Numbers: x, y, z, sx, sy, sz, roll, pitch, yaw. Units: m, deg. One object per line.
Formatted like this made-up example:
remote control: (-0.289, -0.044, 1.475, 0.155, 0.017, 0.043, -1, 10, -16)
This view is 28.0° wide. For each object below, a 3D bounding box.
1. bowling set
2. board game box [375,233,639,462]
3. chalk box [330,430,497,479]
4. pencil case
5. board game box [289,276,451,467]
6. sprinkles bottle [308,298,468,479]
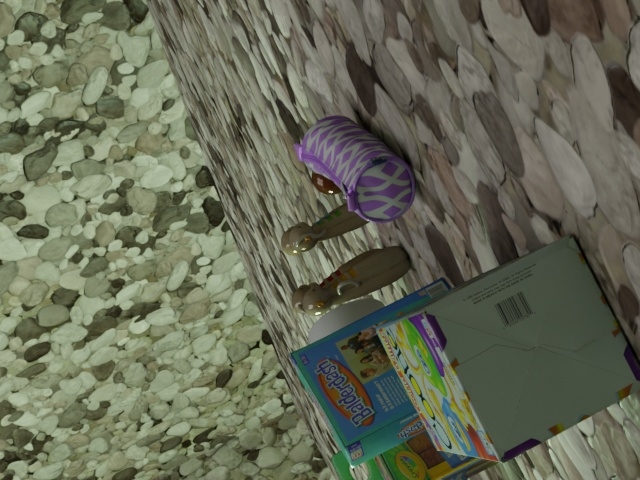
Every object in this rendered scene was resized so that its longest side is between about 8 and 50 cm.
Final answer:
bowling set: (0.000, 0.000, 1.800, 0.200, 0.154, 0.287, 63, 171, 4)
board game box: (0.161, 0.104, 1.170, 0.142, 0.144, 0.275, 63, 172, 4)
chalk box: (0.120, 0.247, 1.594, 0.132, 0.213, 0.132, 61, 171, 20)
pencil case: (0.041, -0.085, 1.530, 0.206, 0.088, 0.086, -131, 20, -64)
board game box: (0.091, 0.151, 1.500, 0.160, 0.210, 0.047, 57, 169, 42)
sprinkles bottle: (0.102, 0.254, 1.740, 0.121, 0.121, 0.355, 81, 165, -63)
